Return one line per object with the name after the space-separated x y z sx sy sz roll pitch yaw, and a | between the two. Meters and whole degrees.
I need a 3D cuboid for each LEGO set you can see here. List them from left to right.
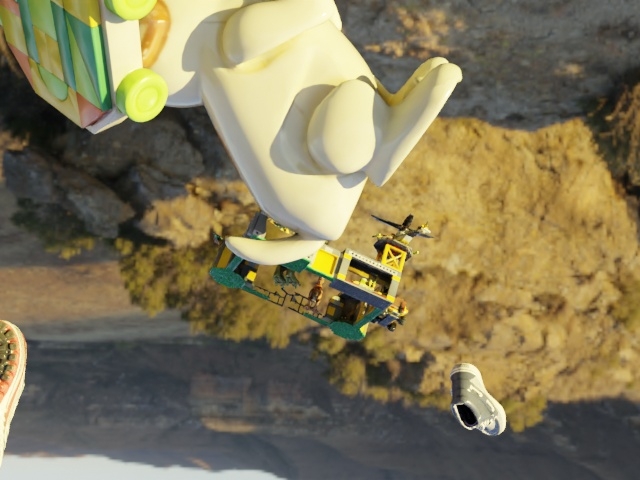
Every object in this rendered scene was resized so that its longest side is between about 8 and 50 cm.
0.000 0.000 1.275 0.331 0.192 0.255 21 151 -3 | LEGO set

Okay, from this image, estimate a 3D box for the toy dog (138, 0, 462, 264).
-0.081 -0.211 1.026 0.407 0.395 0.284 35 -156 -4 | toy dog

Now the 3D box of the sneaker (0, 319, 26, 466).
-0.387 0.203 0.916 0.088 0.225 0.093 17 173 -2 | sneaker

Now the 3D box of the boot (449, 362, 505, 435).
0.271 0.306 1.390 0.069 0.086 0.190 -16 126 28 | boot

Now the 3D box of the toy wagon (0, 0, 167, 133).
-0.274 -0.285 0.830 0.068 0.267 0.344 -34 145 -34 | toy wagon
